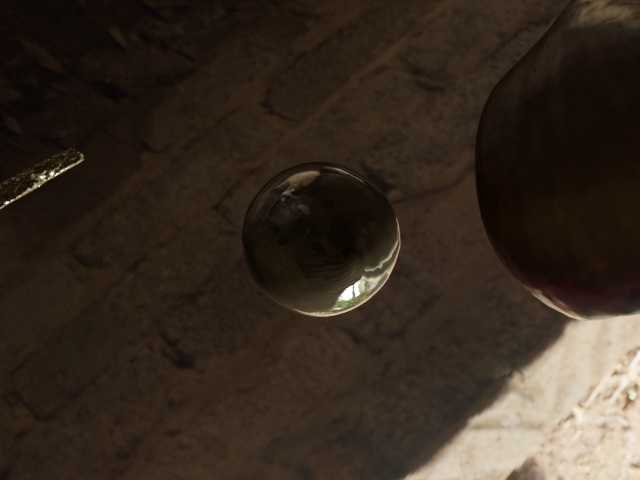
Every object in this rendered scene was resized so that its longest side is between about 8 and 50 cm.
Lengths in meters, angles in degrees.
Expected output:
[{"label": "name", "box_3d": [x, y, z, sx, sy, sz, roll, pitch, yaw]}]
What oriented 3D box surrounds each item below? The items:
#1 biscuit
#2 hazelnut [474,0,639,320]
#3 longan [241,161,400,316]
[{"label": "biscuit", "box_3d": [-0.363, -0.027, 1.098, 0.237, 0.131, 0.026, -39, 101, -41]}, {"label": "hazelnut", "box_3d": [0.405, -0.093, 1.262, 0.402, 0.429, 0.402, 7, 75, -29]}, {"label": "longan", "box_3d": [0.000, 0.000, 1.641, 0.258, 0.258, 0.258, -23, 131, -30]}]
